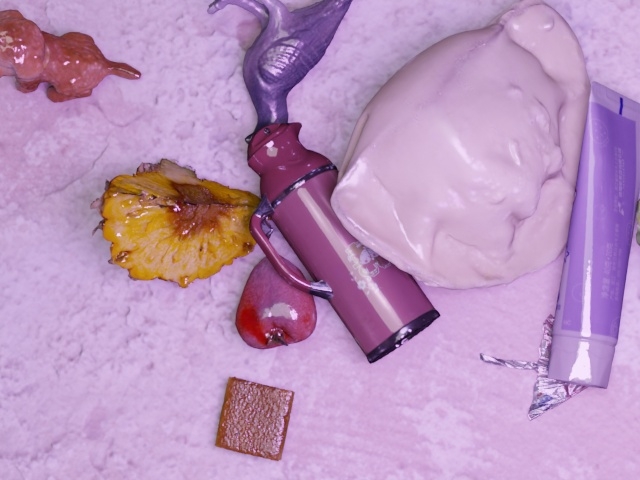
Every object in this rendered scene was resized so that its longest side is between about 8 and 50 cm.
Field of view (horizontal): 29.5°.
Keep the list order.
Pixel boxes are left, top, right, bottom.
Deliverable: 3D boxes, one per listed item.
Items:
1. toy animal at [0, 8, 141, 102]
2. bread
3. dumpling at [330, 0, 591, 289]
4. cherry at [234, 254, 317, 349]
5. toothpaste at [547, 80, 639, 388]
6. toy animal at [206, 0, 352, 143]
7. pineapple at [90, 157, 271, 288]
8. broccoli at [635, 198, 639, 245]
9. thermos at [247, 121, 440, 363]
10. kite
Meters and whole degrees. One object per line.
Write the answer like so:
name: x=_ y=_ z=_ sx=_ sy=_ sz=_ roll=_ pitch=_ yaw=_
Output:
toy animal: x=-0.351 y=-0.249 z=1.621 sx=0.183 sy=0.185 sz=0.104 roll=4 pitch=80 yaw=10
bread: x=-0.085 y=0.231 z=1.579 sx=0.090 sy=0.035 sz=0.094 roll=10 pitch=84 yaw=11
dumpling: x=0.207 y=-0.105 z=1.529 sx=0.315 sy=0.233 sz=0.395 roll=44 pitch=75 yaw=-18
cherry: x=-0.053 y=0.087 z=1.571 sx=0.106 sy=0.087 sz=0.126 roll=11 pitch=65 yaw=17
toothpaste: x=0.352 y=-0.004 z=1.513 sx=0.080 sy=0.125 sz=0.371 roll=5 pitch=82 yaw=51
toy animal: x=-0.046 y=-0.284 z=1.623 sx=0.205 sy=0.081 sz=0.367 roll=31 pitch=89 yaw=-10
pineapple: x=-0.209 y=-0.026 z=1.602 sx=0.164 sy=0.249 sz=0.140 roll=39 pitch=119 yaw=42
broccoli: x=0.466 y=-0.017 z=1.472 sx=0.156 sy=0.195 sz=0.195 roll=-17 pitch=77 yaw=42
thermos: x=0.004 y=-0.001 z=1.554 sx=0.136 sy=0.109 sz=0.330 roll=-35 pitch=81 yaw=5
kite: x=0.280 y=0.161 z=1.545 sx=0.156 sy=0.011 sz=0.139 roll=8 pitch=79 yaw=9
